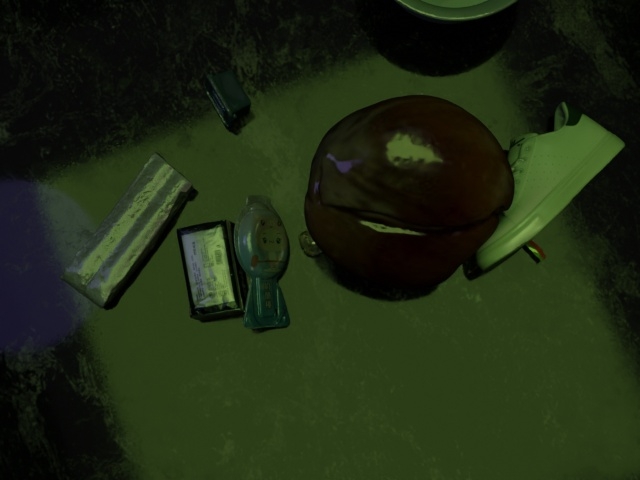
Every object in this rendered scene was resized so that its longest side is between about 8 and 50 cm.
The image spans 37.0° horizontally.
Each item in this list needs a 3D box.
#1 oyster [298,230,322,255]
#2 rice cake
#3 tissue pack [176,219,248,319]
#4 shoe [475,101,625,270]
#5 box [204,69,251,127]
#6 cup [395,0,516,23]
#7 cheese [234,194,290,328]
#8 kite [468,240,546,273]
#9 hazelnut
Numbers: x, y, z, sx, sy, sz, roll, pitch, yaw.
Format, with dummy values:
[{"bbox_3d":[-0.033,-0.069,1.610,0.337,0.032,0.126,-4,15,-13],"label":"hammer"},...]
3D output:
[{"bbox_3d":[0.003,-0.002,1.790,0.083,0.019,0.054,-20,80,0],"label":"oyster"},{"bbox_3d":[-0.354,-0.020,1.781,0.106,0.050,0.298,35,83,5],"label":"rice cake"},{"bbox_3d":[-0.195,0.055,1.748,0.103,0.090,0.170,-11,80,5],"label":"tissue pack"},{"bbox_3d":[0.380,-0.109,1.739,0.363,0.132,0.160,-42,81,-15],"label":"shoe"},{"bbox_3d":[-0.174,-0.271,1.809,0.054,0.074,0.099,-28,82,-17],"label":"box"},{"bbox_3d":[0.244,-0.549,1.795,0.348,0.163,0.347,0,82,1],"label":"cup"},{"bbox_3d":[-0.104,0.038,1.744,0.052,0.135,0.244,-10,82,43],"label":"cheese"},{"bbox_3d":[0.350,-0.028,1.788,0.241,0.014,0.183,-39,79,-11],"label":"kite"},{"bbox_3d":[0.143,-0.087,1.645,0.372,0.372,0.315,-29,43,-3],"label":"hazelnut"}]
